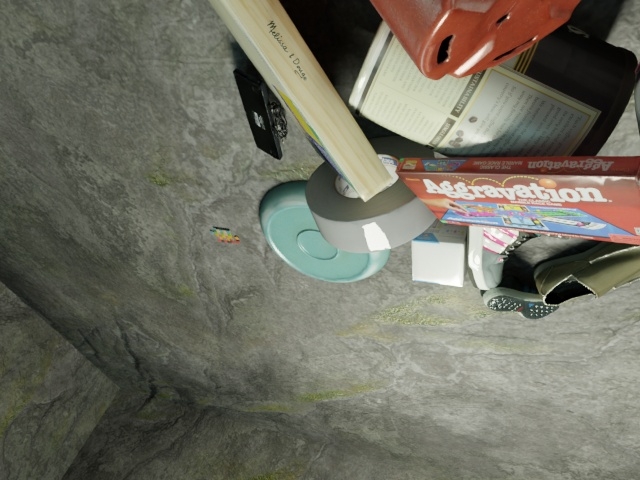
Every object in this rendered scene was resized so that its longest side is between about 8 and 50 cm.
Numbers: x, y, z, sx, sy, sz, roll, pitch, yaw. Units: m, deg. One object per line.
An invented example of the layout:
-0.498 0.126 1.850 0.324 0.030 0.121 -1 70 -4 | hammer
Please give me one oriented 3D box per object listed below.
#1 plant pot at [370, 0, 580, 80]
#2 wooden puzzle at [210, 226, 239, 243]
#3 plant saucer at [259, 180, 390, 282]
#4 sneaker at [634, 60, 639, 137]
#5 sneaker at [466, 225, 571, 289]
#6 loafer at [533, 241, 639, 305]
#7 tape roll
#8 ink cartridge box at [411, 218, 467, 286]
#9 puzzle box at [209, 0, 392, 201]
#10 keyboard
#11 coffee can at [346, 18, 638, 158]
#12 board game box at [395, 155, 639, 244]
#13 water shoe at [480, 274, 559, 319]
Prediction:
0.109 -0.298 0.380 0.272 0.273 0.265 -36 77 49 | plant pot
-0.249 -0.012 1.221 0.083 0.006 0.049 8 140 20 | wooden puzzle
0.000 0.000 1.073 0.318 0.043 0.317 15 142 12 | plant saucer
0.299 -0.159 0.377 0.112 0.131 0.319 -21 128 9 | sneaker
0.348 -0.021 0.788 0.179 0.123 0.295 11 135 28 | sneaker
0.501 0.062 0.835 0.094 0.087 0.251 37 141 -16 | loafer
0.087 -0.082 0.780 0.219 0.219 0.072 0 136 29 | tape roll
0.233 0.006 0.883 0.092 0.143 0.089 5 121 24 | ink cartridge box
-0.065 -0.257 0.646 0.052 0.272 0.409 -37 122 3 | puzzle box
-0.093 -0.223 0.851 0.100 0.038 0.192 35 160 23 | keyboard
0.198 -0.198 0.594 0.276 0.201 0.201 25 143 -1 | coffee can
0.242 -0.052 0.579 0.281 0.027 0.145 10 159 47 | board game box
0.406 0.104 0.958 0.203 0.080 0.073 15 136 -30 | water shoe
